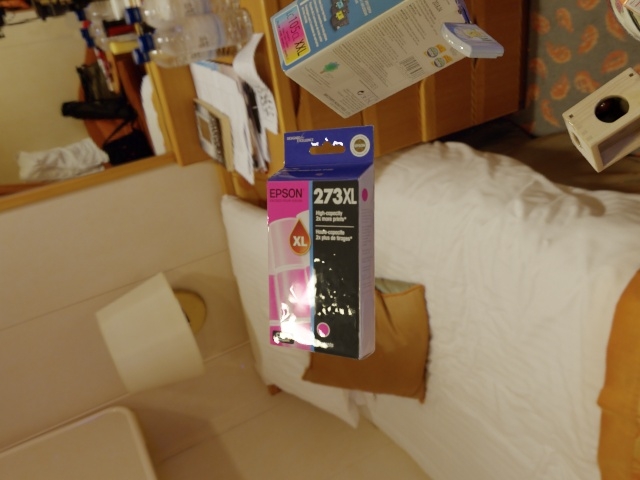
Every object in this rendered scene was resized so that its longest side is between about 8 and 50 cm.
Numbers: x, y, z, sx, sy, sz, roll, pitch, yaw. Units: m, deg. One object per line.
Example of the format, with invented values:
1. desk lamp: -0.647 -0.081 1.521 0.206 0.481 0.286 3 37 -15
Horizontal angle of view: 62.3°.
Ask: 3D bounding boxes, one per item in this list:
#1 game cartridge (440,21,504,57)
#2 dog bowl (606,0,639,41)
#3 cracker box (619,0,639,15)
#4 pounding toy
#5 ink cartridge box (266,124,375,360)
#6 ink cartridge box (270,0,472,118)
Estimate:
1. game cartridge: 0.188 -0.255 0.670 0.083 0.056 0.017 -113 22 -44
2. dog bowl: 0.809 -0.601 1.130 0.150 0.409 0.407 -95 -7 -71
3. cracker box: 0.618 -0.452 0.967 0.067 0.233 0.155 -50 35 44
4. pounding toy: 0.528 -0.240 0.896 0.181 0.206 0.094 25 -146 -54
5. ink cartridge box: 0.000 0.000 0.872 0.176 0.069 0.370 2 94 31
6. ink cartridge box: 0.142 -0.428 1.053 0.396 0.270 0.151 -21 73 25
